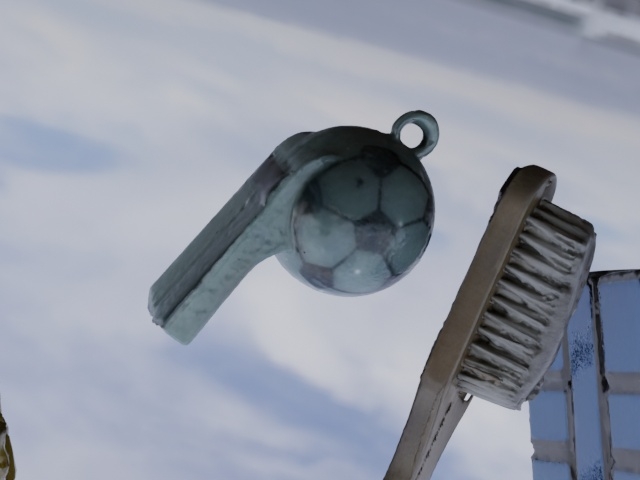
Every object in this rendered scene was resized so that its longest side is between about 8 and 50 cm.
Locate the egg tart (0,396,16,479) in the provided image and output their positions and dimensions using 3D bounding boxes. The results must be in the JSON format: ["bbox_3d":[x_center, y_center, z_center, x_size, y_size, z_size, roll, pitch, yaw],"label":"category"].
[{"bbox_3d":[-0.240,0.114,1.074,0.107,0.290,0.291,-10,-163,-15],"label":"egg tart"}]

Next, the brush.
[{"bbox_3d":[0.082,0.114,1.049,0.065,0.327,0.070,27,-170,18],"label":"brush"}]

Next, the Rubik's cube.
[{"bbox_3d":[0.370,0.160,1.621,0.294,0.288,0.283,-4,177,-15],"label":"Rubik's cube"}]

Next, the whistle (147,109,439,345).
[{"bbox_3d":[0.000,0.000,1.524,0.163,0.289,0.163,41,-174,-5],"label":"whistle"}]
